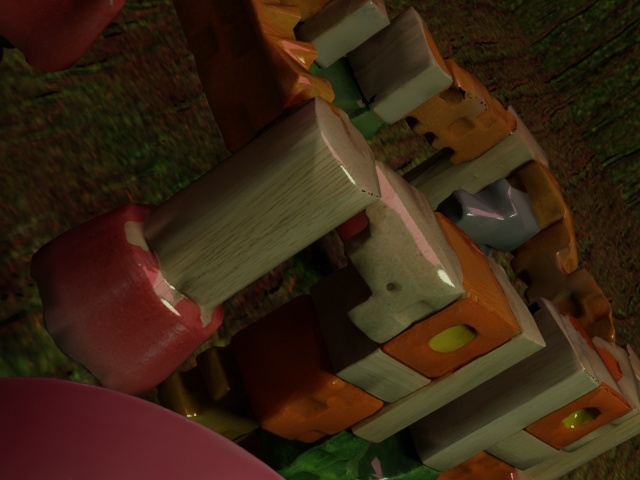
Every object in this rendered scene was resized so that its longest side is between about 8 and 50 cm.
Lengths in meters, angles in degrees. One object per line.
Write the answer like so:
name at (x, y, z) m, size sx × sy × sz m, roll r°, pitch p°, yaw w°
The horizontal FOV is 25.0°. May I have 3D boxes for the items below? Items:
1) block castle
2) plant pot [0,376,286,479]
block castle at (0.000, 0.000, 0.857) m, size 0.453 × 0.213 × 0.303 m, roll 33°, pitch 29°, yaw -50°
plant pot at (-0.096, 0.175, 0.460) m, size 0.201 × 0.201 × 0.180 m, roll 50°, pitch 38°, yaw -19°
